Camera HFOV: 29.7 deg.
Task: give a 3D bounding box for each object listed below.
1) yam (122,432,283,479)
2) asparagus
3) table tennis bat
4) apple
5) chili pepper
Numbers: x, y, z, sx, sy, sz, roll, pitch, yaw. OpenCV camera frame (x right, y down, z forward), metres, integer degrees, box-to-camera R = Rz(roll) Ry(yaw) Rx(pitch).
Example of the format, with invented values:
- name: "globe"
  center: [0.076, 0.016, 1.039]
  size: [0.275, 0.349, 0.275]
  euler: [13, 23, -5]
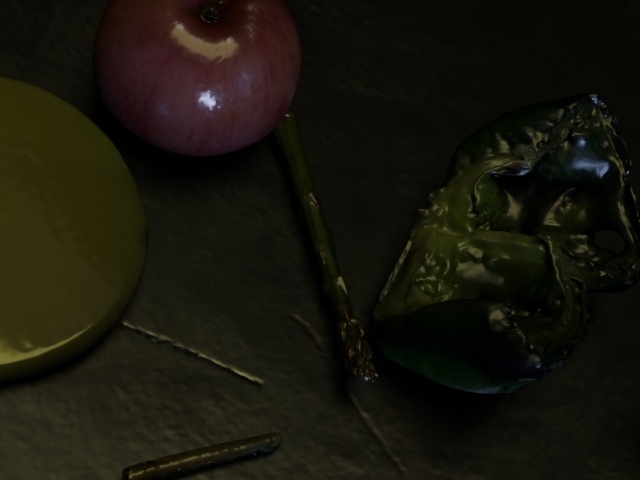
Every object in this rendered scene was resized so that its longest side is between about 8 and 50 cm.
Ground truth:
- name: "yam"
  center: [-0.072, 0.134, 0.745]
  size: [0.107, 0.014, 0.014]
  euler: [-10, 59, -27]
- name: "asparagus"
  center: [0.000, 0.000, 0.861]
  size: [0.025, 0.024, 0.248]
  euler: [18, 42, -40]
- name: "table tennis bat"
  center: [-0.255, -0.069, 0.806]
  size: [0.224, 0.054, 0.368]
  euler: [-16, 66, -29]
- name: "apple"
  center: [-0.088, -0.135, 0.872]
  size: [0.153, 0.120, 0.153]
  euler: [11, 53, -14]
- name: "chili pepper"
  center: [0.143, 0.009, 0.869]
  size: [0.148, 0.116, 0.264]
  euler: [5, 49, 32]
